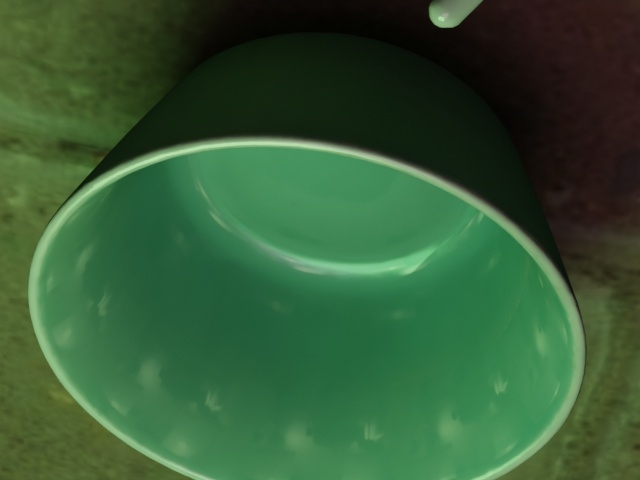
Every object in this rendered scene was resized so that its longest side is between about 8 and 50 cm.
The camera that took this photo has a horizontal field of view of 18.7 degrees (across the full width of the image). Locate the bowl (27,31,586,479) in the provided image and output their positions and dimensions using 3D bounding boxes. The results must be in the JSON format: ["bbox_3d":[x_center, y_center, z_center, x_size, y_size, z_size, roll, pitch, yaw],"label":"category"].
[{"bbox_3d":[0.000,0.000,1.126,0.311,0.163,0.311,5,137,5],"label":"bowl"}]

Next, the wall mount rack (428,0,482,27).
[{"bbox_3d":[0.124,-0.257,0.855,0.304,0.130,0.350,-21,128,33],"label":"wall mount rack"}]
